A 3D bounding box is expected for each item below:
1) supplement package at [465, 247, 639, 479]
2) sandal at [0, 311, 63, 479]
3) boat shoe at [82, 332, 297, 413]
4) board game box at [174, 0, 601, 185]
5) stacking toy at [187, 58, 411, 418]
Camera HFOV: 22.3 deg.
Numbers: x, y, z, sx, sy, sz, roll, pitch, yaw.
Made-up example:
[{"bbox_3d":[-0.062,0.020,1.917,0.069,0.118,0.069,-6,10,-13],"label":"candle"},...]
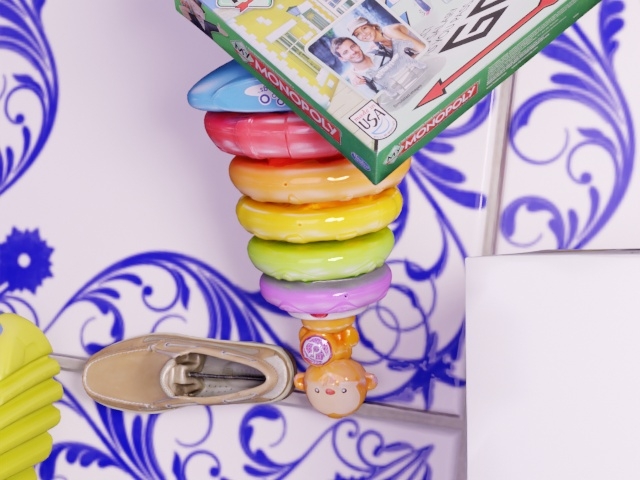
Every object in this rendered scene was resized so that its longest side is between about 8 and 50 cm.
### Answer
[{"bbox_3d":[0.224,0.104,1.123,0.199,0.263,0.198,0,91,18],"label":"supplement package"},{"bbox_3d":[-0.317,0.209,1.387,0.138,0.126,0.317,18,95,22],"label":"sandal"},{"bbox_3d":[-0.118,0.109,1.339,0.190,0.072,0.068,-7,89,19],"label":"boat shoe"},{"bbox_3d":[0.081,-0.207,1.181,0.317,0.046,0.213,-40,67,-19],"label":"board game box"},{"bbox_3d":[0.000,0.000,1.275,0.175,0.166,0.301,-1,105,10],"label":"stacking toy"}]
